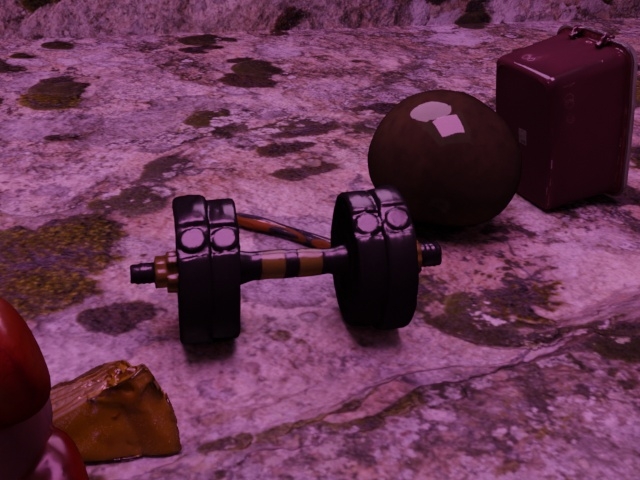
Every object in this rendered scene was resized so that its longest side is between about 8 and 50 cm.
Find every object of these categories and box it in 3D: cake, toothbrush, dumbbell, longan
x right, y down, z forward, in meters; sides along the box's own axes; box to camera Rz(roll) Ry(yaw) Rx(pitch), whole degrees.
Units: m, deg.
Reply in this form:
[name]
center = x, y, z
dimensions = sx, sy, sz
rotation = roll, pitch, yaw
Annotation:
[cake]
center = -0.233, 0.192, 0.791
dimensions = 0.184, 0.116, 0.080
rotation = -33, 28, 1
[toothbrush]
center = -0.001, 0.001, 1.174
dimensions = 0.320, 0.023, 0.031
rotation = 14, 24, 19
[dumbbell]
center = -0.037, 0.028, 0.953
dimensions = 0.387, 0.185, 0.185
rotation = -4, 29, -11
[longan]
center = 0.198, -0.124, 1.231
dimensions = 0.248, 0.248, 0.248
rotation = 2, 28, -1

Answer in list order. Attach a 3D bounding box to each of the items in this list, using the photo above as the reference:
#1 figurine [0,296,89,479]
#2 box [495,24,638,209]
[figurine]
center = -0.323, 0.151, 0.652
dimensions = 0.261, 0.270, 0.211
rotation = -10, 30, -1
[box]
center = 0.412, -0.204, 1.328
dimensions = 0.167, 0.294, 0.193
rotation = -21, 34, -18
